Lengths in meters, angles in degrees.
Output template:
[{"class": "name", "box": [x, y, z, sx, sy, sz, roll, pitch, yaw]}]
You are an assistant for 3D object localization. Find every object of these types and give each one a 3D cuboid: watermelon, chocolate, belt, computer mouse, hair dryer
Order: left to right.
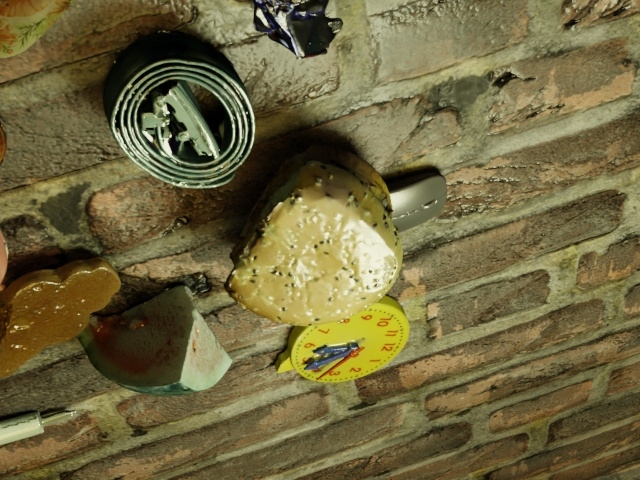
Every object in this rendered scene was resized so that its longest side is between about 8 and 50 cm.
[{"class": "hair dryer", "box": [-0.687, 0.396, 1.729, 0.358, 0.107, 0.173, -14, 140, -22]}, {"class": "watermelon", "box": [-0.302, 0.189, 1.583, 0.320, 0.289, 0.213, 16, 98, -19]}, {"class": "belt", "box": [-0.204, -0.186, 1.273, 0.206, 0.116, 0.267, -36, 134, 10]}, {"class": "chocolate", "box": [-0.092, -0.355, 1.147, 0.343, 0.126, 0.148, 13, 87, -37]}, {"class": "computer mouse", "box": [0.135, -0.062, 1.590, 0.232, 0.057, 0.120, -15, 139, -7]}]

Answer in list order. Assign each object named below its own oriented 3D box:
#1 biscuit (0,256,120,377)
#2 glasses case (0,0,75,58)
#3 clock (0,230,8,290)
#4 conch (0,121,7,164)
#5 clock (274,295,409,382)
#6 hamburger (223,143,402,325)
[{"class": "biscuit", "box": [-0.504, 0.138, 1.488, 0.319, 0.047, 0.183, -47, 141, 14]}, {"class": "glasses case", "box": [-0.322, -0.392, 1.018, 0.425, 0.098, 0.156, -39, 141, 19]}, {"class": "clock", "box": [-0.619, 0.041, 1.330, 0.227, 0.142, 0.241, -6, 140, -17]}, {"class": "conch", "box": [-0.506, -0.115, 1.200, 0.086, 0.080, 0.232, 20, 83, -23]}, {"class": "clock", "box": [0.063, 0.231, 1.861, 0.294, 0.071, 0.277, -2, 135, -21]}, {"class": "hamburger", "box": [0.000, 0.000, 1.465, 0.277, 0.195, 0.318, 23, 121, -16]}]
